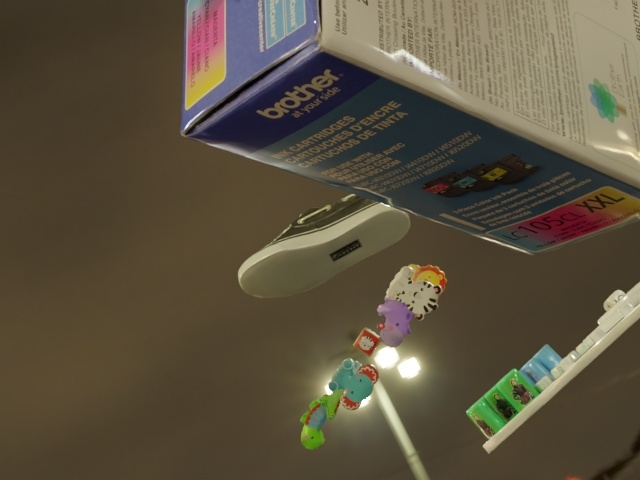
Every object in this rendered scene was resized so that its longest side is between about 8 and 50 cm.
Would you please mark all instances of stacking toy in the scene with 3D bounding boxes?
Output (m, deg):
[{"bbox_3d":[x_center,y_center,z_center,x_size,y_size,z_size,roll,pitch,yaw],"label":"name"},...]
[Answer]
[{"bbox_3d":[0.058,0.120,1.206,0.221,0.052,0.167,-56,-7,4],"label":"stacking toy"}]

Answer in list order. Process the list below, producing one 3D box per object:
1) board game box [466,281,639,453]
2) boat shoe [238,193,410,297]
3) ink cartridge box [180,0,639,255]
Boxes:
[{"bbox_3d":[0.339,0.063,1.272,0.390,0.050,0.390,-45,-13,11],"label":"board game box"},{"bbox_3d":[0.000,0.000,1.395,0.219,0.070,0.078,-23,-47,-1],"label":"boat shoe"},{"bbox_3d":[0.055,-0.173,0.787,0.395,0.270,0.151,19,-30,-37],"label":"ink cartridge box"}]
